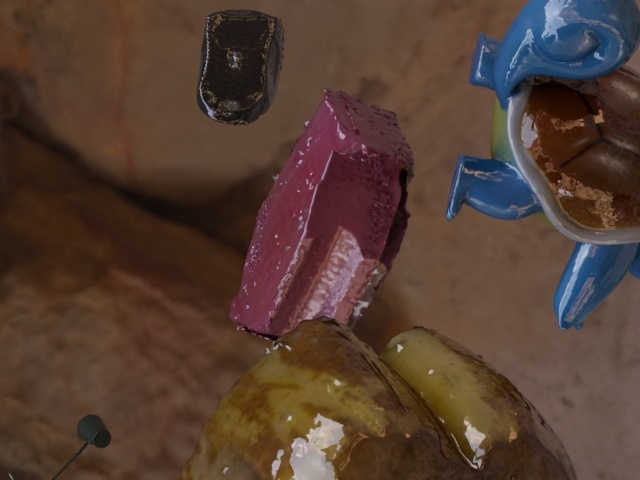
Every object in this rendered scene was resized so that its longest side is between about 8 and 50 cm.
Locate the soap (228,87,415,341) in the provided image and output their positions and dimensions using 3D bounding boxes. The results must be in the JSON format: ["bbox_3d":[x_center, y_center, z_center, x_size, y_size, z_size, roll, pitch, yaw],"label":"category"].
[{"bbox_3d":[0.000,0.000,1.774,0.182,0.112,0.289,-101,34,-55],"label":"soap"}]

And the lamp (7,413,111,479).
[{"bbox_3d":[-0.276,0.240,1.739,0.054,0.121,0.041,25,149,59],"label":"lamp"}]

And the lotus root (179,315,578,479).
[{"bbox_3d":[0.069,0.197,1.287,0.250,0.316,0.316,18,122,60],"label":"lotus root"}]

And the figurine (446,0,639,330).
[{"bbox_3d":[0.261,-0.099,1.592,0.416,0.243,0.297,49,-145,-40],"label":"figurine"}]

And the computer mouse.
[{"bbox_3d":[-0.118,-0.246,2.334,0.073,0.122,0.217,92,-176,-60],"label":"computer mouse"}]
